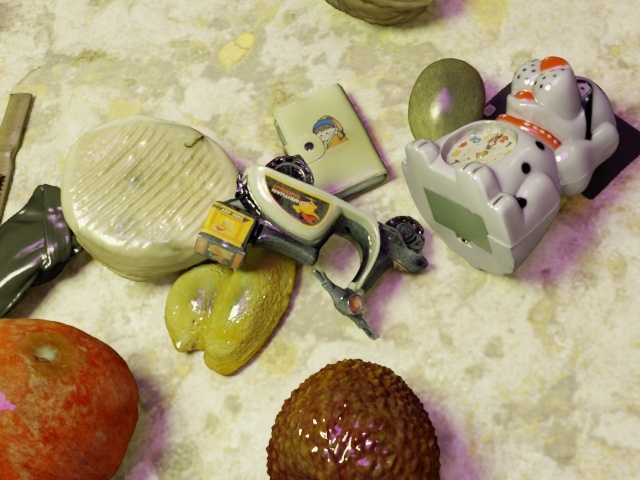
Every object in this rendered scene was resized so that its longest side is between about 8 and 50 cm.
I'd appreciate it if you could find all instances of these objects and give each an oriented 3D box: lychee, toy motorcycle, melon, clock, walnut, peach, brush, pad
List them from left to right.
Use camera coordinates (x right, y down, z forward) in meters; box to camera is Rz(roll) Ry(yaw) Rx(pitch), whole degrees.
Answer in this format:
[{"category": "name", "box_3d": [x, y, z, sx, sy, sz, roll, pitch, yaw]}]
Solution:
[{"category": "brush", "box_3d": [-0.460, -0.110, 1.192, 0.043, 0.036, 0.248, 3, 67, 9]}, {"category": "peach", "box_3d": [-0.328, 0.188, 0.908, 0.232, 0.256, 0.232, -3, 64, 6]}, {"category": "toy motorcycle", "box_3d": [0.000, 0.000, 0.992, 0.263, 0.091, 0.157, 24, 68, -3]}, {"category": "lychee", "box_3d": [0.035, 0.220, 0.864, 0.194, 0.194, 0.194, -4, 65, 10]}, {"category": "walnut", "box_3d": [0.072, -0.386, 1.133, 0.178, 0.178, 0.230, -42, 66, -8]}, {"category": "melon", "box_3d": [0.160, -0.168, 1.056, 0.098, 0.098, 0.130, 4, 74, 13]}, {"category": "clock", "box_3d": [0.246, -0.102, 0.974, 0.254, 0.189, 0.189, -39, 64, -11]}, {"category": "pad", "box_3d": [0.309, -0.146, 1.065, 0.116, 0.004, 0.193, -43, 65, -9]}]

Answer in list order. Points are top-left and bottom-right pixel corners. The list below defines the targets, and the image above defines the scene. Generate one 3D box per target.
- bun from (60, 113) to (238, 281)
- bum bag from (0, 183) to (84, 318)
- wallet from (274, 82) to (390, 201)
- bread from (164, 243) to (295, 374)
[{"category": "bun", "box_3d": [-0.218, -0.050, 1.070, 0.237, 0.116, 0.210, 26, 69, 8]}, {"category": "bum bag", "box_3d": [-0.421, 0.060, 1.087, 0.326, 0.079, 0.142, -45, 58, -6]}, {"category": "wallet", "box_3d": [0.010, -0.122, 1.098, 0.110, 0.039, 0.155, -24, 64, -3]}, {"category": "bread", "box_3d": [-0.118, 0.061, 1.030, 0.149, 0.065, 0.187, 26, 75, 26]}]
